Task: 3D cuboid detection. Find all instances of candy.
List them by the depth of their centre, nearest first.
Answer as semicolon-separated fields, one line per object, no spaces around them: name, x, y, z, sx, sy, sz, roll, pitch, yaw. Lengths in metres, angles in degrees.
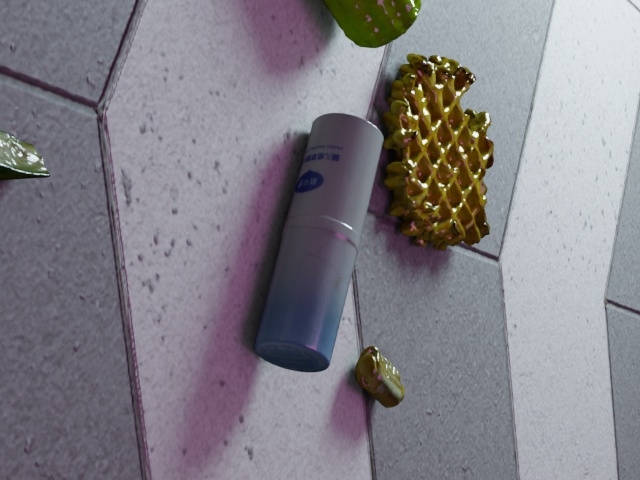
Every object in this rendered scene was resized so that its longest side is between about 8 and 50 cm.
candy;0.025;-0.288;1.381;0.209;0.097;0.096;54;45;-39

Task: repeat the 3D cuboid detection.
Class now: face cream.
face cream;0.000;0.000;1.344;0.077;0.077;0.250;45;51;-49

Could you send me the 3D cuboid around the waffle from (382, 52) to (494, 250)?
waffle;0.139;-0.103;1.606;0.232;0.051;0.228;4;89;-58

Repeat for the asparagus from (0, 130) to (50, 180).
asparagus;-0.250;-0.058;0.974;0.178;0.041;0.045;-11;107;-59

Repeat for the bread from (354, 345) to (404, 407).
bread;0.063;0.149;1.486;0.088;0.034;0.049;46;37;-54
